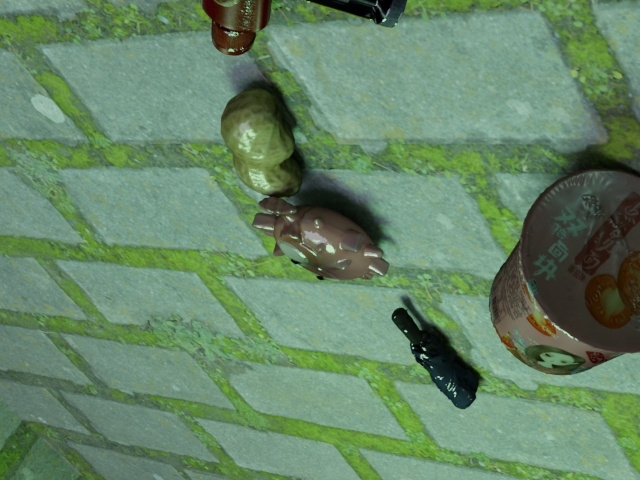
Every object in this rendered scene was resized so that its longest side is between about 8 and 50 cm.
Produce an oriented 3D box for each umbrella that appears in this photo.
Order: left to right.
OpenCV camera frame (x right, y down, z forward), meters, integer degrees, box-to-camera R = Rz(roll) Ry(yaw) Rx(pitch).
[{"bbox_3d":[0.194,0.192,2.277,0.071,0.071,0.248,-4,132,47],"label":"umbrella"}]

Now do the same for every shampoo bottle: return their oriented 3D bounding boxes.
[{"bbox_3d":[-0.107,-0.336,1.711,0.102,0.064,0.260,26,151,9],"label":"shampoo bottle"}]

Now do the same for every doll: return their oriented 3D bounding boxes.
[{"bbox_3d":[0.000,0.000,2.097,0.211,0.093,0.262,7,159,36],"label":"doll"}]

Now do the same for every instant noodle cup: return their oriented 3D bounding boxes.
[{"bbox_3d":[0.342,0.060,1.746,0.243,0.243,0.231,30,158,2],"label":"instant noodle cup"}]

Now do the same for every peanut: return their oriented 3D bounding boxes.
[{"bbox_3d":[-0.086,-0.135,1.991,0.104,0.085,0.228,3,145,11],"label":"peanut"}]

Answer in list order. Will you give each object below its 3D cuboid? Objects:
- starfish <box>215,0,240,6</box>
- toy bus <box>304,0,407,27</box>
[{"bbox_3d":[-0.080,-0.382,1.391,0.113,0.303,0.312,42,142,14],"label":"starfish"},{"bbox_3d":[0.070,-0.342,1.396,0.145,0.151,0.331,15,164,-19],"label":"toy bus"}]
